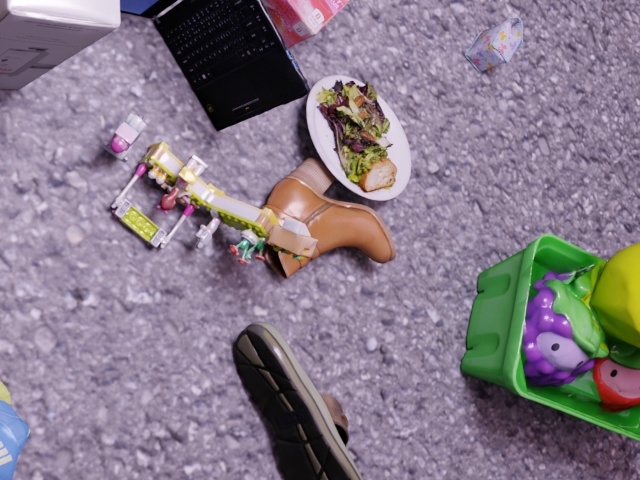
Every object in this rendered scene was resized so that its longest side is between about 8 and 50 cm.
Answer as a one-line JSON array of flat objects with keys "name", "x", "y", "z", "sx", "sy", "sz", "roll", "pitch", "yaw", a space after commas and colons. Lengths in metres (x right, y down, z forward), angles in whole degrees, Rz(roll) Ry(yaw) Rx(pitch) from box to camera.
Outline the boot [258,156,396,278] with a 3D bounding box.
[{"name": "boot", "x": 0.000, "y": 0.000, "z": 1.334, "sx": 0.197, "sy": 0.073, "sz": 0.152, "roll": 43, "pitch": 61, "yaw": -8}]

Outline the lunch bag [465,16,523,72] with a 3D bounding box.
[{"name": "lunch bag", "x": 0.286, "y": -0.319, "z": 1.558, "sx": 0.053, "sy": 0.071, "sz": 0.083, "roll": 42, "pitch": 63, "yaw": -21}]

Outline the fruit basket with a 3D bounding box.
[{"name": "fruit basket", "x": 0.449, "y": 0.137, "z": 1.439, "sx": 0.392, "sy": 0.392, "sz": 0.283, "roll": 23, "pitch": 72, "yaw": -29}]

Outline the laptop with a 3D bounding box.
[{"name": "laptop", "x": -0.178, "y": -0.238, "z": 1.144, "sx": 0.136, "sy": 0.234, "sz": 0.264, "roll": -37, "pitch": 105, "yaw": -30}]

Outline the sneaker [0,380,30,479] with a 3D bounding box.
[{"name": "sneaker", "x": -0.401, "y": 0.258, "z": 1.024, "sx": 0.126, "sy": 0.091, "sz": 0.240, "roll": 49, "pitch": 60, "yaw": -20}]

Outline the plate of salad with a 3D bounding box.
[{"name": "plate of salad", "x": 0.064, "y": -0.152, "z": 1.381, "sx": 0.199, "sy": 0.048, "sz": 0.200, "roll": 20, "pitch": 56, "yaw": -33}]

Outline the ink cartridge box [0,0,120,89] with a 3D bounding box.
[{"name": "ink cartridge box", "x": -0.327, "y": -0.293, "z": 1.024, "sx": 0.117, "sy": 0.283, "sz": 0.207, "roll": 0, "pitch": 84, "yaw": -37}]

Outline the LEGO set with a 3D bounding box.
[{"name": "LEGO set", "x": -0.152, "y": -0.029, "z": 1.198, "sx": 0.287, "sy": 0.132, "sz": 0.107, "roll": 35, "pitch": 71, "yaw": -2}]

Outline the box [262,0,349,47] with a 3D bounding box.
[{"name": "box", "x": -0.090, "y": -0.413, "z": 1.277, "sx": 0.300, "sy": 0.142, "sz": 0.154, "roll": 51, "pitch": 61, "yaw": -19}]

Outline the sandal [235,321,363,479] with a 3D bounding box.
[{"name": "sandal", "x": -0.009, "y": 0.236, "z": 1.277, "sx": 0.086, "sy": 0.120, "sz": 0.303, "roll": -32, "pitch": 102, "yaw": -46}]
